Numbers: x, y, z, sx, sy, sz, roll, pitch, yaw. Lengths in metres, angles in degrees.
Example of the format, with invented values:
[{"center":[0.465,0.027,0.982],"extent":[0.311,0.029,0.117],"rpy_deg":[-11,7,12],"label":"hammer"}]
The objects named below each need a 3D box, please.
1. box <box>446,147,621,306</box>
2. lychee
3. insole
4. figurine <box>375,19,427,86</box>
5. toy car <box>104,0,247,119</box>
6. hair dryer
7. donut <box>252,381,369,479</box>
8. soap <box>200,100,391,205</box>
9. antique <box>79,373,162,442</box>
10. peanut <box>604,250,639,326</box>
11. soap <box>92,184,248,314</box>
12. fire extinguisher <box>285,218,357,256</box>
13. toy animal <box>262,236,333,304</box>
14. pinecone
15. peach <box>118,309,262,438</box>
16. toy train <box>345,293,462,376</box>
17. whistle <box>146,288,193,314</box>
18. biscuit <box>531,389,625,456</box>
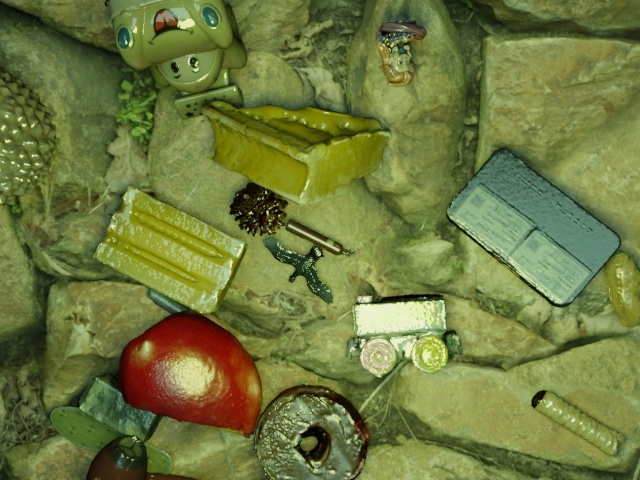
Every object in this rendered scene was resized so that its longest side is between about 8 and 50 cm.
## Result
[{"center":[0.474,-0.029,1.678],"extent":[0.350,0.058,0.211],"rpy_deg":[41,93,12],"label":"box"},{"center":[-0.811,-0.235,1.651],"extent":[0.431,0.380,0.381],"rpy_deg":[11,89,-16],"label":"lychee"},{"center":[-0.497,0.476,1.761],"extent":[0.322,0.007,0.109],"rpy_deg":[25,110,4],"label":"insole"},{"center":[0.179,-0.439,1.718],"extent":[0.114,0.126,0.157],"rpy_deg":[37,133,36],"label":"figurine"},{"center":[-0.294,-0.415,1.629],"extent":[0.241,0.336,0.227],"rpy_deg":[-12,89,4],"label":"toy car"},{"center":[-0.377,0.598,1.716],"extent":[0.340,0.123,0.313],"rpy_deg":[16,118,-17],"label":"hair dryer"},{"center":[-0.020,0.455,1.695],"extent":[0.269,0.103,0.270],"rpy_deg":[0,90,4],"label":"donut"},{"center":[-0.059,-0.234,1.717],"extent":[0.338,0.304,0.170],"rpy_deg":[28,122,32],"label":"soap"},{"center":[-0.465,0.388,1.736],"extent":[0.182,0.088,0.086],"rpy_deg":[28,89,4],"label":"antique"},{"center":[0.688,0.108,1.670],"extent":[0.080,0.080,0.175],"rpy_deg":[-11,91,4],"label":"peanut"},{"center":[-0.346,0.024,1.741],"extent":[0.314,0.091,0.199],"rpy_deg":[25,91,4],"label":"soap"},{"center":[0.000,0.000,1.735],"extent":[0.173,0.049,0.035],"rpy_deg":[27,71,1],"label":"fire extinguisher"},{"center":[-0.037,0.058,1.729],"extent":[0.108,0.062,0.220],"rpy_deg":[-44,92,1],"label":"toy animal"},{"center":[-0.135,-0.072,1.712],"extent":[0.140,0.140,0.121],"rpy_deg":[-33,123,2],"label":"pinecone"},{"center":[-0.277,0.324,1.645],"extent":[0.281,0.281,0.338],"rpy_deg":[-36,95,2],"label":"peach"},{"center":[0.185,0.209,1.672],"extent":[0.260,0.134,0.178],"rpy_deg":[-3,88,4],"label":"toy train"},{"center":[-0.335,0.166,1.762],"extent":[0.176,0.033,0.033],"rpy_deg":[30,90,4],"label":"whistle"},{"center":[0.580,0.408,1.676],"extent":[0.219,0.055,0.061],"rpy_deg":[33,80,5],"label":"biscuit"}]
